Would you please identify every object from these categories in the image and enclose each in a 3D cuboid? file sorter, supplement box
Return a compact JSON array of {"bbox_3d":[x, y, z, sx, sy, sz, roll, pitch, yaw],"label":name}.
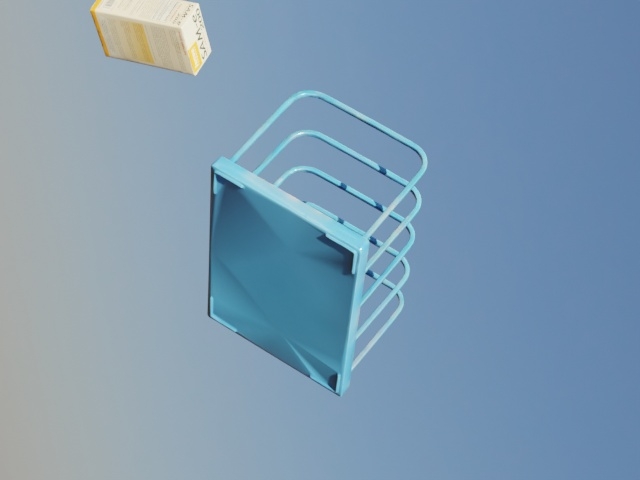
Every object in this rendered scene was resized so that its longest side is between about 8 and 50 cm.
[{"bbox_3d":[0.000,0.000,1.207,0.118,0.104,0.170,31,-35,18],"label":"file sorter"},{"bbox_3d":[-0.156,-0.194,1.603,0.062,0.098,0.036,77,34,-49],"label":"supplement box"}]
